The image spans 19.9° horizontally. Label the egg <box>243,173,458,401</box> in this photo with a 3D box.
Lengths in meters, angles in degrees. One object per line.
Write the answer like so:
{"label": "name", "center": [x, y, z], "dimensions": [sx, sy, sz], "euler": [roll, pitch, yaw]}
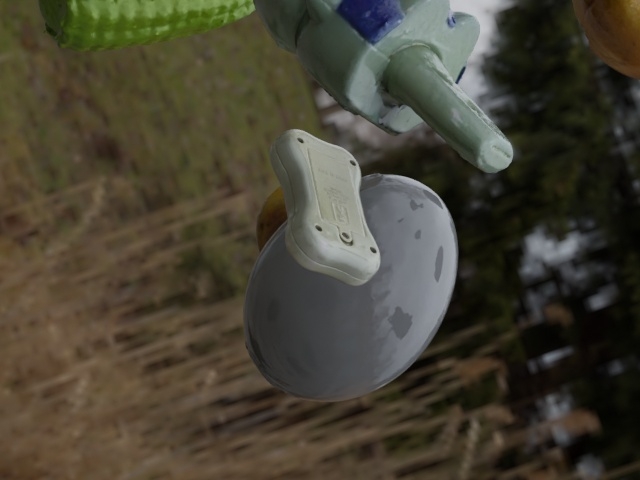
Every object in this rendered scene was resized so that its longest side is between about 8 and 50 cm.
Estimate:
{"label": "egg", "center": [0.030, 0.041, 1.676], "dimensions": [0.176, 0.232, 0.176], "euler": [28, 28, -16]}

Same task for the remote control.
{"label": "remote control", "center": [0.002, -0.023, 1.285], "dimensions": [0.074, 0.032, 0.122], "euler": [22, 40, -31]}

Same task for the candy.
{"label": "candy", "center": [-0.137, -0.215, 1.571], "dimensions": [0.097, 0.209, 0.097], "euler": [173, -90, -70]}

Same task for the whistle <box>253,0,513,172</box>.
{"label": "whistle", "center": [0.034, -0.123, 1.090], "dimensions": [0.244, 0.092, 0.110], "euler": [46, 10, 36]}

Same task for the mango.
{"label": "mango", "center": [0.332, -0.252, 1.897], "dimensions": [0.257, 0.138, 0.187], "euler": [-50, 123, -72]}

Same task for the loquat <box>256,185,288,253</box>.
{"label": "loquat", "center": [0.000, 0.000, 1.877], "dimensions": [0.113, 0.137, 0.137], "euler": [-9, -77, 50]}
